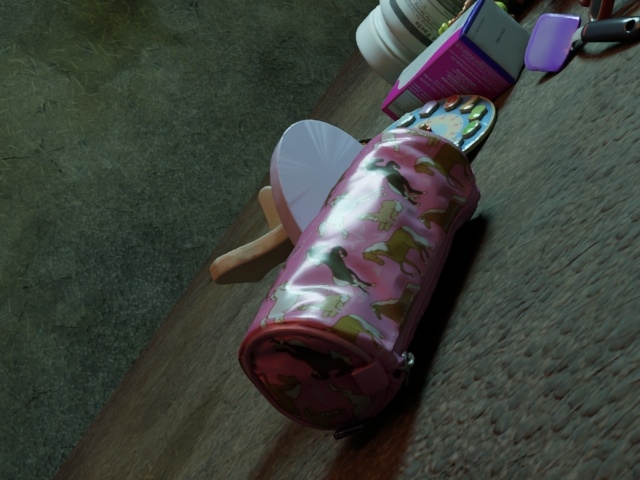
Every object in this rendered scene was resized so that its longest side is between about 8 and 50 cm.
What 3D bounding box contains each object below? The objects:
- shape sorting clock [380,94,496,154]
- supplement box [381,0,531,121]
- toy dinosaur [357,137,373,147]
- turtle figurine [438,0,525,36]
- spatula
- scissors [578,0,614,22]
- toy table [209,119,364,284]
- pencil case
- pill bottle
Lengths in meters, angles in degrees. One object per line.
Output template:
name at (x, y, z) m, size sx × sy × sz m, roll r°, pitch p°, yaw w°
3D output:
shape sorting clock at (0.155, -0.151, 1.674) m, size 0.206 × 0.040 × 0.206 m, roll -24°, pitch 31°, yaw 15°
supplement box at (0.209, -0.254, 1.788) m, size 0.220 × 0.114 × 0.111 m, roll -37°, pitch 17°, yaw 49°
toy dinosaur at (0.059, -0.095, 1.810) m, size 0.218 × 0.164 × 0.322 m, roll -36°, pitch -4°, yaw -3°
turtle figurine at (0.251, -0.322, 1.932) m, size 0.217 × 0.087 × 0.269 m, roll -49°, pitch -10°, yaw 32°
spatula at (0.329, -0.255, 1.454) m, size 0.296 × 0.030 × 0.084 m, roll -155°, pitch 86°, yaw -77°
scissors at (0.362, -0.414, 1.442) m, size 0.109 × 0.021 × 0.297 m, roll -101°, pitch 14°, yaw -59°
toy table at (0.000, 0.000, 1.486) m, size 0.161 × 0.252 × 0.274 m, roll -55°, pitch 37°, yaw 44°
pencil case at (0.056, 0.029, 1.266) m, size 0.160 × 0.167 × 0.386 m, roll -49°, pitch 8°, yaw 42°
pill bottle at (0.238, -0.447, 2.099) m, size 0.361 × 0.204 × 0.204 m, roll -43°, pitch 12°, yaw 36°
